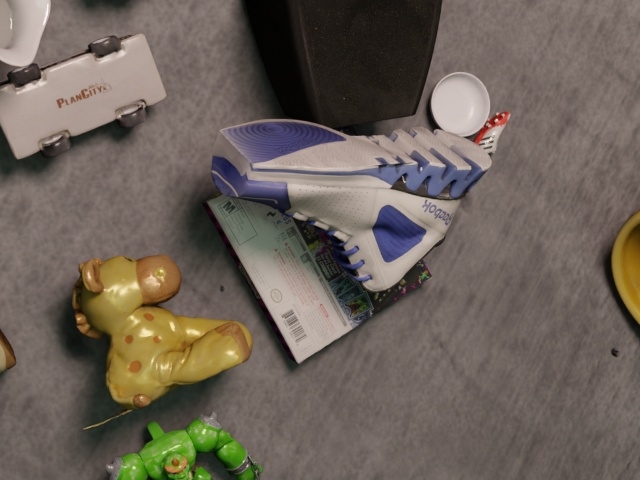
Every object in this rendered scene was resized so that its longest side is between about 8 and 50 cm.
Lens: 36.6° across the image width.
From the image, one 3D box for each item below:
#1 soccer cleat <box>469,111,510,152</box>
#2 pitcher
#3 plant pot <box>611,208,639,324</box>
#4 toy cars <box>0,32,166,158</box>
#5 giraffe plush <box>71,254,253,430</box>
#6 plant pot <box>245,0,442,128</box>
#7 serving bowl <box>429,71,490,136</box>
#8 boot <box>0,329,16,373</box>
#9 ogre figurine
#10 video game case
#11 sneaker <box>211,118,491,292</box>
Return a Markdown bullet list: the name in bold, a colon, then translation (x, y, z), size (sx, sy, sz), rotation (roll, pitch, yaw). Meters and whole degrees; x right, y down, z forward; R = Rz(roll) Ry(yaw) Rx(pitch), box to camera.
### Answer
- **soccer cleat**: translation (0.223, -0.134, 1.275), size (0.083, 0.029, 0.035), rotation (-48, 114, -8)
- **pitcher**: translation (-0.365, -0.238, 0.995), size (0.125, 0.207, 0.177), rotation (59, 40, -39)
- **plant pot**: translation (0.560, 0.005, 1.290), size (0.239, 0.254, 0.254), rotation (-38, 103, -30)
- **toy cars**: translation (-0.232, -0.258, 1.091), size (0.176, 0.087, 0.393), rotation (28, 87, -32)
- **giraffe plush**: translation (-0.198, 0.090, 1.078), size (0.210, 0.181, 0.170), rotation (-21, 87, -33)
- **plant pot**: translation (0.028, -0.227, 1.135), size (0.188, 0.187, 0.166), rotation (-12, 110, -17)
- **serving bowl**: translation (0.177, -0.176, 1.257), size (0.083, 0.027, 0.083), rotation (-1, 93, -18)
- **boot**: translation (-0.478, 0.083, 1.019), size (0.203, 0.095, 0.262), rotation (-36, 106, -13)
- **ogre figurine**: translation (-0.171, 0.278, 1.130), size (0.197, 0.097, 0.118), rotation (-16, 115, -2)
- **video game case**: translation (0.000, 0.000, 1.197), size (0.210, 0.042, 0.232), rotation (-32, 101, -14)
- **sneaker**: translation (0.034, -0.027, 1.083), size (0.316, 0.127, 0.182), rotation (0, 119, -26)
